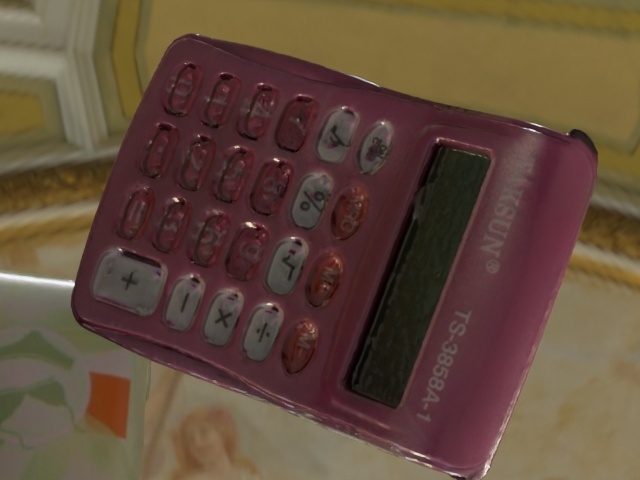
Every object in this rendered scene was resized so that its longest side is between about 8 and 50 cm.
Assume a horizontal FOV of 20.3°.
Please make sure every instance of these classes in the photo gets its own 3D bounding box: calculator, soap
[{"bbox_3d":[0.000,0.000,0.648,0.190,0.034,0.126,19,-93,32],"label":"calculator"},{"bbox_3d":[-0.175,0.111,0.739,0.199,0.138,0.182,8,-116,-12],"label":"soap"}]
